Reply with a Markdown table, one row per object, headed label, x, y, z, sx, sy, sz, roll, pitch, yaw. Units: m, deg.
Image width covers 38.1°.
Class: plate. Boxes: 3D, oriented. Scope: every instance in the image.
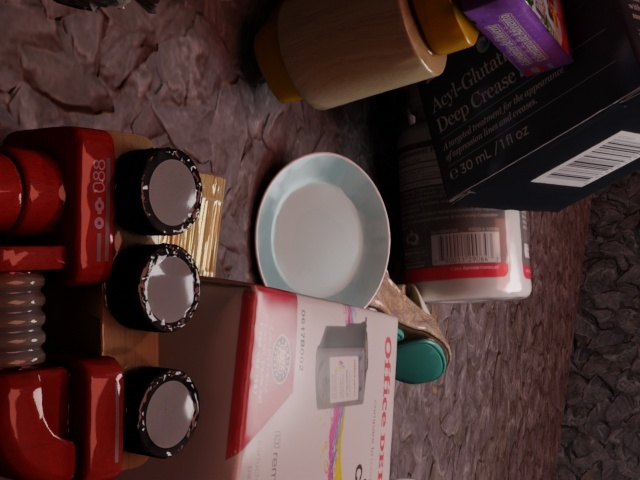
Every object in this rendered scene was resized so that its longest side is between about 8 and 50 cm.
| label | x | y | z | sx | sy | sz | roll | pitch | yaw |
| --- | --- | --- | --- | --- | --- | --- | --- | --- | --- |
| plate | 0.000 | 0.000 | 0.989 | 0.188 | 0.024 | 0.188 | 1 | 88 | -40 |

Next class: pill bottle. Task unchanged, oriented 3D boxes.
| label | x | y | z | sx | sy | sz | roll | pitch | yaw |
| --- | --- | --- | --- | --- | --- | --- | --- | --- | --- |
| pill bottle | 0.195 | -0.073 | 1.288 | 0.176 | 0.176 | 0.318 | 13 | 74 | -66 |

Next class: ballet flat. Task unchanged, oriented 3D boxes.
| label | x | y | z | sx | sy | sz | roll | pitch | yaw |
| --- | --- | --- | --- | --- | --- | --- | --- | --- | --- |
| ballet flat | 0.090 | 0.093 | 1.169 | 0.316 | 0.108 | 0.106 | 47 | 35 | -58 |

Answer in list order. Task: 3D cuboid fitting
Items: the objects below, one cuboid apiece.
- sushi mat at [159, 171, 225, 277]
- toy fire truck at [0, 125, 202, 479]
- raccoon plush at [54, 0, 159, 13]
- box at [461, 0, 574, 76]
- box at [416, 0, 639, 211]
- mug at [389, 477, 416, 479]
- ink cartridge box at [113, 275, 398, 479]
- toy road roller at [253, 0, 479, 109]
| label | x | y | z | sx | sy | sz | roll | pitch | yaw |
| --- | --- | --- | --- | --- | --- | --- | --- | --- | --- |
| sushi mat | -0.134 | 0.086 | 0.757 | 0.151 | 0.019 | 0.316 | 24 | 69 | -65 |
| toy fire truck | -0.179 | 0.038 | 0.527 | 0.246 | 0.159 | 0.217 | 1 | 90 | -54 |
| raccoon plush | -0.065 | -0.292 | 0.447 | 0.216 | 0.446 | 0.299 | 38 | 69 | -45 |
| box | 0.172 | -0.329 | 0.909 | 0.201 | 0.057 | 0.293 | 16 | 63 | -60 |
| box | 0.275 | -0.272 | 1.113 | 0.212 | 0.293 | 0.395 | 2 | 66 | -36 |
| mug | 0.157 | 0.479 | 1.171 | 0.328 | 0.276 | 0.374 | -30 | 88 | -50 |
| ink cartridge box | -0.047 | 0.155 | 0.773 | 0.306 | 0.131 | 0.226 | 18 | 75 | -63 |
| toy road roller | 0.040 | -0.310 | 0.937 | 0.240 | 0.203 | 0.329 | 60 | 31 | -29 |
